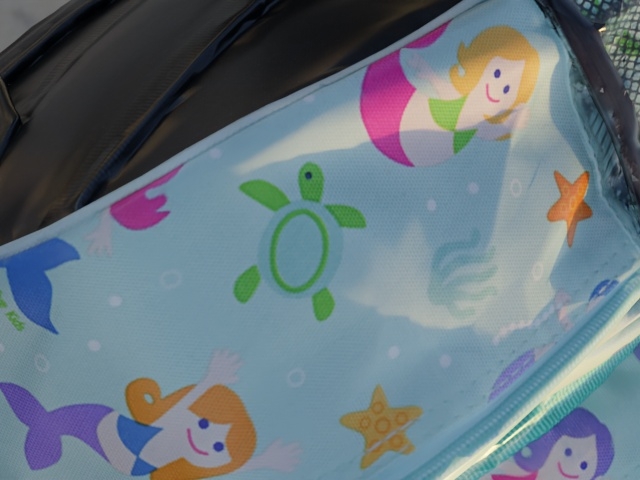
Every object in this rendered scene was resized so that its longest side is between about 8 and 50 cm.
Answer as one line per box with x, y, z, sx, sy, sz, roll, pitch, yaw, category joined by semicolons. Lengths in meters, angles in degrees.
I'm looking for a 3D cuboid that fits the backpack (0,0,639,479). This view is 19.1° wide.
0.000;0.000;0.497;0.253;0.225;0.191;-33;105;-40;backpack
